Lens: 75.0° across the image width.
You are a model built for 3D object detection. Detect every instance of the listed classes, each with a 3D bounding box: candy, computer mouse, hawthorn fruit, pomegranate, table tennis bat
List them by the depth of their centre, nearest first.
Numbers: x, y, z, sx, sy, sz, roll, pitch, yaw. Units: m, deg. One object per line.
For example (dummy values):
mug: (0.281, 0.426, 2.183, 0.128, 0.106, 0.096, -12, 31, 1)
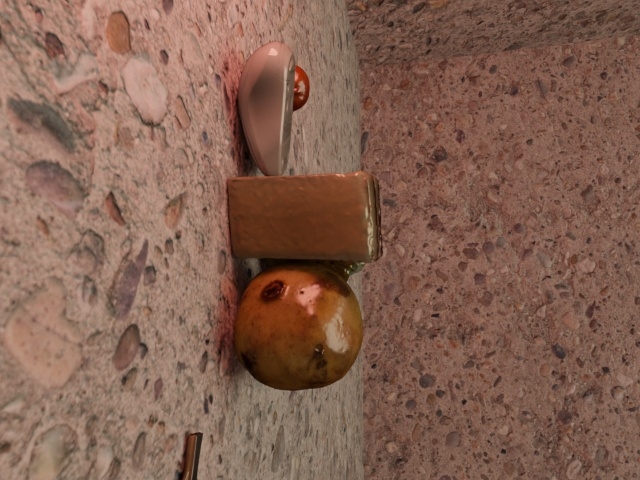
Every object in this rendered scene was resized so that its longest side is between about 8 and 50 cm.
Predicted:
table tennis bat: (-0.216, 0.426, 0.663, 0.130, 0.019, 0.220, 54, 37, -67)
candy: (-0.032, -0.048, 0.880, 0.135, 0.321, 0.179, -9, 100, -75)
pomegranate: (-0.046, 0.177, 0.891, 0.281, 0.281, 0.281, -2, 90, -77)
computer mouse: (-0.126, -0.290, 0.942, 0.184, 0.121, 0.297, -86, -176, -63)
hawthorn fruit: (-0.092, -0.397, 1.088, 0.138, 0.133, 0.133, -91, 172, -56)

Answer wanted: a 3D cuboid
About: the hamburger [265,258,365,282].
hamburger: (-0.026, 0.035, 1.085, 0.167, 0.288, 0.192, -38, 145, -76)
